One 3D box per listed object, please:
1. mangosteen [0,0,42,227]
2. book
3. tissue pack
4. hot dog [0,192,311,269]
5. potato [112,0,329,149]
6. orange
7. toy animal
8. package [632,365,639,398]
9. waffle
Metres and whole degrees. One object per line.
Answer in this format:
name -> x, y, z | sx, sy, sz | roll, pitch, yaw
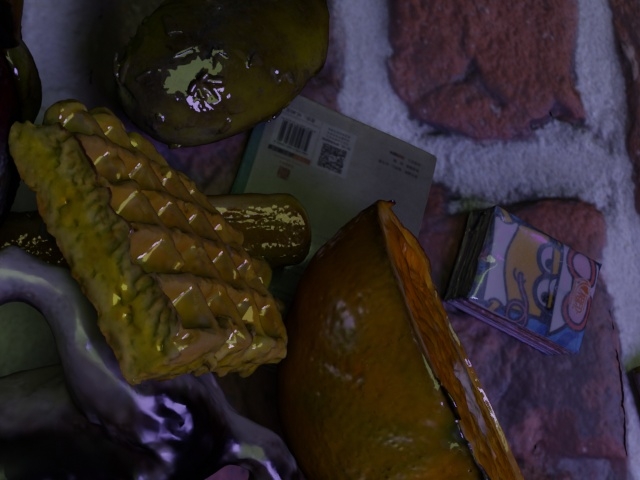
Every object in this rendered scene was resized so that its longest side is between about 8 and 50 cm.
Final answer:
mangosteen -> -0.335, -0.092, 0.536 | 0.300, 0.300, 0.300 | 4, 78, -21
book -> 0.000, 0.000, 0.786 | 0.214, 0.025, 0.283 | 23, 72, -15
tissue pack -> 0.225, 0.045, 0.846 | 0.155, 0.065, 0.116 | 26, 72, -15
hot dog -> -0.152, 0.003, 0.693 | 0.288, 0.068, 0.083 | -4, 67, -13
potato -> -0.085, -0.183, 0.739 | 0.251, 0.113, 0.149 | -37, 85, -22
orange -> 0.086, 0.127, 0.643 | 0.274, 0.274, 0.310 | -1, 103, -22
toy animal -> -0.207, 0.184, 0.560 | 0.344, 0.194, 0.303 | -41, 99, -2
package -> 0.527, 0.261, 0.899 | 0.165, 0.221, 0.311 | -10, 79, -63
waffle -> -0.109, 0.000, 0.574 | 0.057, 0.219, 0.229 | -38, 69, 12
